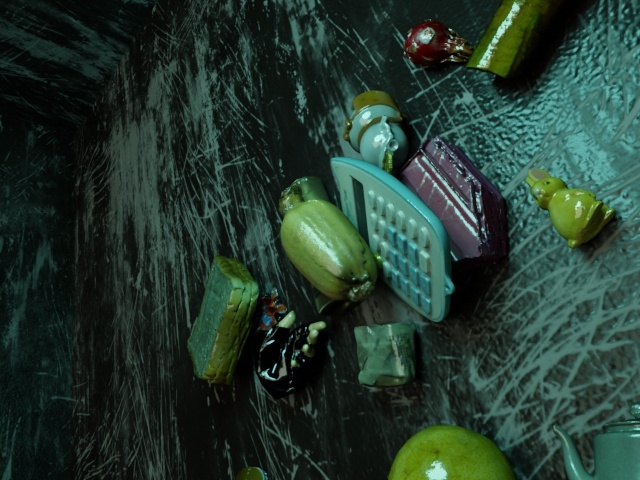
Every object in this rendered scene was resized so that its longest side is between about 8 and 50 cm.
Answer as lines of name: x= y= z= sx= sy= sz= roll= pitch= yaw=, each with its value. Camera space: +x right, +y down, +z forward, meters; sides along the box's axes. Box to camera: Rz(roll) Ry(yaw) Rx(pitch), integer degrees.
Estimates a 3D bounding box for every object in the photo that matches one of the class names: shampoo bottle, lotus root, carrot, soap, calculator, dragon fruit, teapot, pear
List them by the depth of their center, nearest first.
teapot: x=0.422 y=0.275 z=0.600 sx=0.239 sy=0.162 sz=0.149 roll=-7 pitch=60 yaw=20
pear: x=0.203 y=0.392 z=0.748 sx=0.209 sy=0.209 sz=0.208 roll=-15 pitch=69 yaw=44
carrot: x=0.375 y=-0.421 z=0.846 sx=0.114 sy=0.114 sz=0.301 roll=44 pitch=114 yaw=43
soap: x=0.239 y=-0.054 z=0.901 sx=0.162 sy=0.099 sz=0.250 roll=-48 pitch=49 yaw=27
calculator: x=0.134 y=-0.011 z=0.928 sx=0.386 sy=0.054 sz=0.256 roll=-130 pitch=24 yaw=-52
dragon fruit: x=0.249 y=-0.403 z=0.995 sx=0.190 sy=0.094 sz=0.094 roll=22 pitch=96 yaw=42
lotus root: x=0.012 y=0.013 z=1.000 sx=0.303 sy=0.146 sz=0.131 roll=50 pitch=160 yaw=32
shampoo bottle: x=0.000 y=0.000 z=1.148 sx=0.125 sy=0.084 sz=0.350 roll=-50 pitch=47 yaw=43

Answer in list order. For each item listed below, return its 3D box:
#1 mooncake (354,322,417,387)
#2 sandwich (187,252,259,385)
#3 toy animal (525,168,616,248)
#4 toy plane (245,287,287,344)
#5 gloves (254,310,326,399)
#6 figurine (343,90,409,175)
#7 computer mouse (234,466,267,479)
mooncake: x=0.133 y=0.225 z=0.957 sx=0.130 sy=0.073 sz=0.125 roll=-17 pitch=71 yaw=45
sandwich: x=-0.269 y=0.217 z=1.327 sx=0.271 sy=0.099 sz=0.301 roll=34 pitch=106 yaw=66
toy animal: x=0.378 y=-0.064 z=0.785 sx=0.083 sy=0.070 sz=0.159 roll=-56 pitch=41 yaw=22
toy plane: x=-0.153 y=0.217 z=1.275 sx=0.189 sy=0.061 sz=0.130 roll=-57 pitch=46 yaw=25
gloves: x=-0.059 y=0.256 z=1.127 sx=0.203 sy=0.124 sz=0.164 roll=-33 pitch=77 yaw=12
figurine: x=0.115 y=-0.217 z=1.021 sx=0.143 sy=0.143 sz=0.271 roll=-34 pitch=29 yaw=36
computer mouse: x=-0.170 y=0.680 z=1.173 sx=0.126 sy=0.056 sz=0.245 roll=-22 pitch=63 yaw=41
